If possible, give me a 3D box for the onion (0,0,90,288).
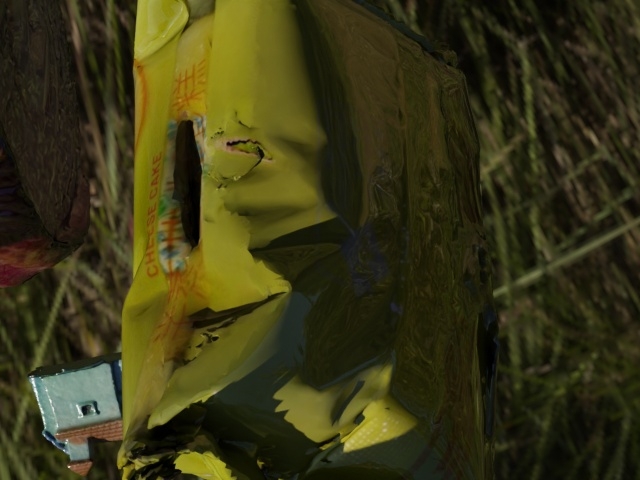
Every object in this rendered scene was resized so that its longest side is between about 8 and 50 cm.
[{"bbox_3d":[-0.262,-0.081,0.820,0.230,0.272,0.256,-11,116,-4],"label":"onion"}]

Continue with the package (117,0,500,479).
[{"bbox_3d":[0.000,0.000,0.470,0.090,0.226,0.168,-21,145,37],"label":"package"}]

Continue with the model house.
[{"bbox_3d":[-0.301,0.229,1.884,0.148,0.149,0.119,-9,-179,3],"label":"model house"}]
